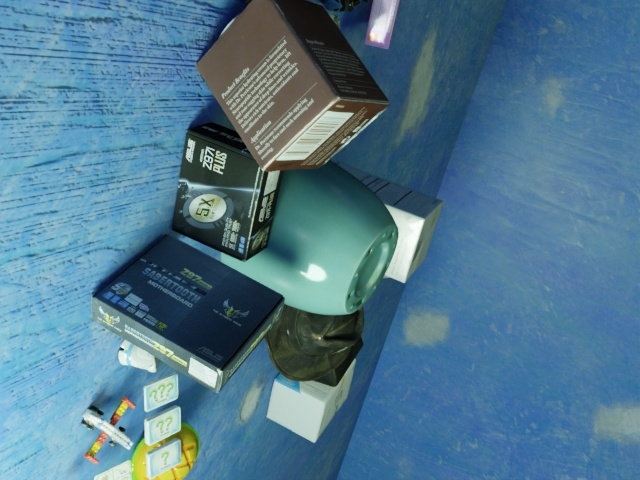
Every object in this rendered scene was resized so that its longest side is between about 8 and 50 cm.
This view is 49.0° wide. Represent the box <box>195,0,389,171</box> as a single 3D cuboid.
[{"bbox_3d":[-0.040,-0.234,1.055,0.168,0.203,0.167,-39,167,30],"label":"box"}]

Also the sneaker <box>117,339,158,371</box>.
[{"bbox_3d":[-0.258,0.151,1.212,0.191,0.082,0.071,-57,159,-34],"label":"sneaker"}]

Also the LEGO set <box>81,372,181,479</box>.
[{"bbox_3d":[-0.324,0.350,1.204,0.244,0.060,0.183,-14,109,-51],"label":"LEGO set"}]

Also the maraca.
[{"bbox_3d":[-0.314,0.435,1.368,0.127,0.099,0.186,42,80,-26],"label":"maraca"}]

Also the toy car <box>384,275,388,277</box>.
[{"bbox_3d":[0.161,0.061,2.085,0.219,0.237,0.210,-47,154,-47],"label":"toy car"}]

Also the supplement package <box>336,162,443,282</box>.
[{"bbox_3d":[0.124,-0.050,1.741,0.175,0.292,0.178,-36,144,-59],"label":"supplement package"}]

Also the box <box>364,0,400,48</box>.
[{"bbox_3d":[0.157,-0.578,1.488,0.201,0.057,0.294,-73,175,-58],"label":"box"}]

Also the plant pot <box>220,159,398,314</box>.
[{"bbox_3d":[0.000,0.000,1.293,0.293,0.235,0.293,-47,154,-31],"label":"plant pot"}]

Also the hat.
[{"bbox_3d":[0.020,0.211,1.770,0.331,0.133,0.332,-4,97,-42],"label":"hat"}]

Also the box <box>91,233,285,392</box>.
[{"bbox_3d":[-0.198,0.103,1.072,0.183,0.232,0.059,-47,160,-47],"label":"box"}]

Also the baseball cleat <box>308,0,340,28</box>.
[{"bbox_3d":[-0.035,-0.382,1.264,0.110,0.072,0.206,-58,161,16],"label":"baseball cleat"}]

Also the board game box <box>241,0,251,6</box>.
[{"bbox_3d":[-0.051,-0.521,0.992,0.347,0.078,0.233,-68,163,4],"label":"board game box"}]

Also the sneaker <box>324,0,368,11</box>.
[{"bbox_3d":[0.074,-0.502,1.389,0.188,0.078,0.067,-57,159,-37],"label":"sneaker"}]

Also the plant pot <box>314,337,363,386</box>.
[{"bbox_3d":[-0.007,0.266,1.967,0.188,0.187,0.167,-50,142,-43],"label":"plant pot"}]

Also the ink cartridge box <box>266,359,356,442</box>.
[{"bbox_3d":[-0.024,0.447,2.129,0.232,0.171,0.168,-44,151,-53],"label":"ink cartridge box"}]

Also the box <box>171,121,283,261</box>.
[{"bbox_3d":[-0.149,-0.080,1.136,0.077,0.147,0.180,-37,146,-59],"label":"box"}]
